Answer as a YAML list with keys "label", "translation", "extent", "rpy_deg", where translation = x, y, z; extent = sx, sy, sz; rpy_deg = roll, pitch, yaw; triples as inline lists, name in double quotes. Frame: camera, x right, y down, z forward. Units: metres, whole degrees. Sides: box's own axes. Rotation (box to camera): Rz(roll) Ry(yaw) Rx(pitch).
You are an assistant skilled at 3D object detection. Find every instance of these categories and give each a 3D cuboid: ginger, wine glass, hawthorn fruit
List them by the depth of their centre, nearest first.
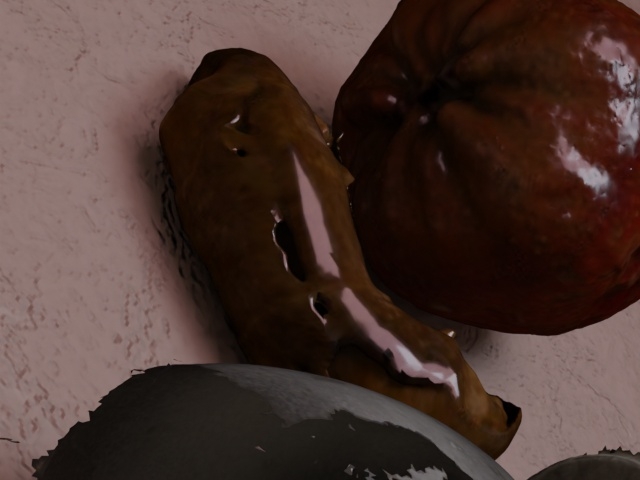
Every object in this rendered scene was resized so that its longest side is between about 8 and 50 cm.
- label: "wine glass"
  translation: [0.040, 0.163, 0.539]
  extent: [0.357, 0.190, 0.191]
  rpy_deg: [20, 45, -46]
- label: "ginger"
  translation: [-0.008, 0.007, 0.703]
  extent: [0.133, 0.107, 0.309]
  rpy_deg: [-20, 72, -43]
- label: "hawthorn fruit"
  translation: [0.134, -0.054, 0.823]
  extent: [0.262, 0.258, 0.258]
  rpy_deg: [53, 28, -31]
